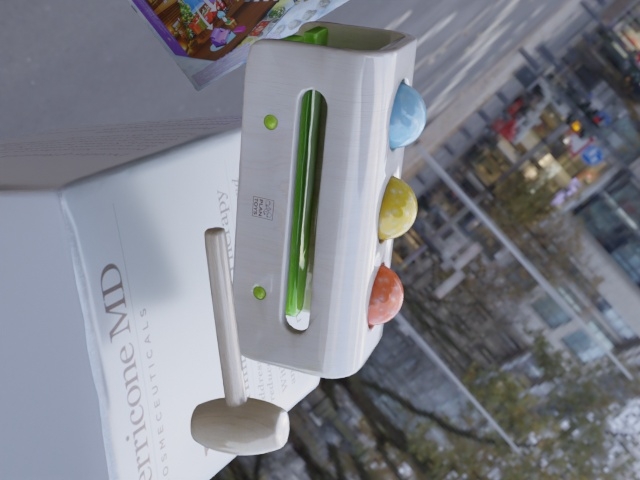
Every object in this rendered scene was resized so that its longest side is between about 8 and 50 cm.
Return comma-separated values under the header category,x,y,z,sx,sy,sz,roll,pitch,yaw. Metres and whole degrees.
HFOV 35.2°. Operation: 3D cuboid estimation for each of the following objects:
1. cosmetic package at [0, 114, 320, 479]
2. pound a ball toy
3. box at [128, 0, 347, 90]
category,x,y,z,sx,sy,sz,roll,pitch,yaw
cosmetic package,-0.239,0.061,1.040,0.327,0.329,0.394,1,-164,27
pound a ball toy,0.000,0.000,0.814,0.208,0.136,0.319,-45,143,-64
box,-0.063,-0.297,0.966,0.293,0.201,0.057,-25,-154,26
